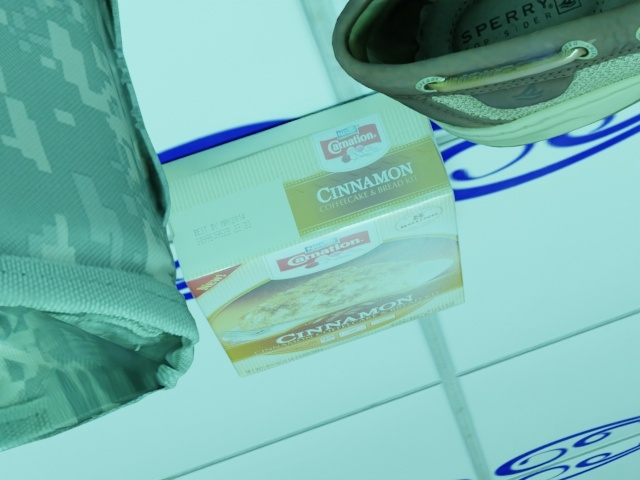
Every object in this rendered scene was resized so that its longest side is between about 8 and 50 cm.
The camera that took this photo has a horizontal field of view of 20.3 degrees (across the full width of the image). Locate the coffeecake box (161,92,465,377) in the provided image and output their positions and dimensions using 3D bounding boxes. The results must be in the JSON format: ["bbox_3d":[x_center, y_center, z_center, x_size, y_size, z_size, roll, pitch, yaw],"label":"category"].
[{"bbox_3d":[0.000,0.000,0.971,0.142,0.068,0.185,-18,159,0],"label":"coffeecake box"}]

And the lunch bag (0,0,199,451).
[{"bbox_3d":[-0.183,-0.055,0.418,0.287,0.235,0.169,-10,156,-22],"label":"lunch bag"}]

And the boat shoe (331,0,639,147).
[{"bbox_3d":[0.152,-0.138,0.683,0.342,0.123,0.123,-24,162,31],"label":"boat shoe"}]
